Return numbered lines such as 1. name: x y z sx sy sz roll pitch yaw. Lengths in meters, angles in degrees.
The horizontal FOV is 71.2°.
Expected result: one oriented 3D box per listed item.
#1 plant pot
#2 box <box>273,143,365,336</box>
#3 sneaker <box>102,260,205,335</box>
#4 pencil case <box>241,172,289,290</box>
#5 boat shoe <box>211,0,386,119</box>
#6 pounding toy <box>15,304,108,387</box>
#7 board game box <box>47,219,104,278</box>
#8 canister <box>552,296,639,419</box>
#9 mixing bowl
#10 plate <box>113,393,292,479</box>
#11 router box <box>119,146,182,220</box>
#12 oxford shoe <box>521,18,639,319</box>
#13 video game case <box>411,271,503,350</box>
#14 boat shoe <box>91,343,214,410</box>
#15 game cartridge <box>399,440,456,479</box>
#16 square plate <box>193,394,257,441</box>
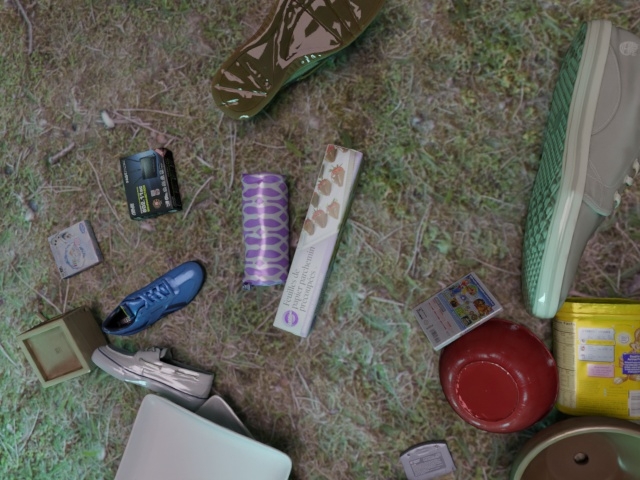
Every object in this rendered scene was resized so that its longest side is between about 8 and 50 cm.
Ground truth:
1. plant pot: 0.394 0.349 0.652 0.237 0.110 0.238 2 101 12
2. box: 0.000 0.000 0.771 0.063 0.067 0.324 17 91 11
3. sneaker: -0.306 0.111 0.821 0.209 0.082 0.069 -34 81 7
4. pencil case: -0.099 -0.018 0.785 0.088 0.086 0.206 -1 87 45
5. boat shoe: -0.037 -0.339 0.755 0.342 0.123 0.123 -38 107 17
6. pounding toy: -0.497 0.192 0.859 0.141 0.100 0.130 -21 99 12
7. board game box: -0.487 0.018 0.888 0.090 0.020 0.090 -24 84 10
8. canister: 0.419 0.175 0.680 0.126 0.073 0.170 0 90 12
9. mixing bowl: 0.257 0.213 0.674 0.181 0.098 0.182 -1 88 29
10. plate: -0.213 0.431 0.755 0.277 0.045 0.278 20 91 9
11. router box: -0.322 -0.107 0.849 0.092 0.038 0.123 -12 86 11
12. oxford shoe: 0.392 -0.099 0.649 0.130 0.169 0.450 15 87 9
13. video game case: 0.218 0.113 0.724 0.122 0.011 0.087 -34 40 9
14. boat shoe: -0.302 0.231 0.826 0.226 0.083 0.076 25 83 -1
15. game cartridge: 0.179 0.370 0.752 0.083 0.017 0.056 -22 88 10
16. square plate: -0.189 0.510 0.797 0.347 0.049 0.344 -44 83 5
